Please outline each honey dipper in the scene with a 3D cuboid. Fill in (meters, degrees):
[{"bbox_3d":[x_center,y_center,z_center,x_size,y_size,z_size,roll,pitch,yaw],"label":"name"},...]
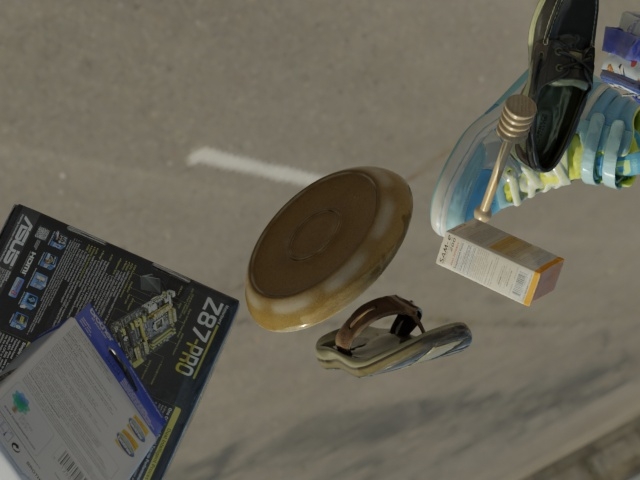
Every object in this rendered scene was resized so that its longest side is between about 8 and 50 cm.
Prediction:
[{"bbox_3d":[0.168,-0.073,1.396,0.030,0.030,0.160,-22,150,-26],"label":"honey dipper"}]

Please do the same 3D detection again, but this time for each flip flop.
[{"bbox_3d":[0.068,0.100,1.650,0.112,0.080,0.277,-13,-176,-22],"label":"flip flop"}]

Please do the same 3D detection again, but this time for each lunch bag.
[{"bbox_3d":[0.433,-0.173,1.608,0.243,0.115,0.303,14,-170,-7],"label":"lunch bag"}]

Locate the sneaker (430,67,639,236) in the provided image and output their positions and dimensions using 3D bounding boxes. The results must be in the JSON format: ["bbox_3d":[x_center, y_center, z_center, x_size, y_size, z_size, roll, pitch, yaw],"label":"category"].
[{"bbox_3d":[0.302,-0.098,1.933,0.319,0.208,0.127,-49,150,-17],"label":"sneaker"}]

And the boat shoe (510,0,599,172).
[{"bbox_3d":[0.263,-0.178,1.602,0.080,0.073,0.223,6,111,-23],"label":"boat shoe"}]

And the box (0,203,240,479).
[{"bbox_3d":[-0.320,0.193,1.857,0.097,0.318,0.395,107,6,-75],"label":"box"}]

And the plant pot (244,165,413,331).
[{"bbox_3d":[0.000,0.000,1.691,0.236,0.032,0.236,-30,-147,22],"label":"plant pot"}]

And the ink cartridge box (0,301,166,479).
[{"bbox_3d":[-0.286,0.208,1.665,0.065,0.186,0.311,-28,-169,23],"label":"ink cartridge box"}]

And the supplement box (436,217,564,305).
[{"bbox_3d":[0.165,0.019,1.360,0.062,0.098,0.036,-21,133,-57],"label":"supplement box"}]
